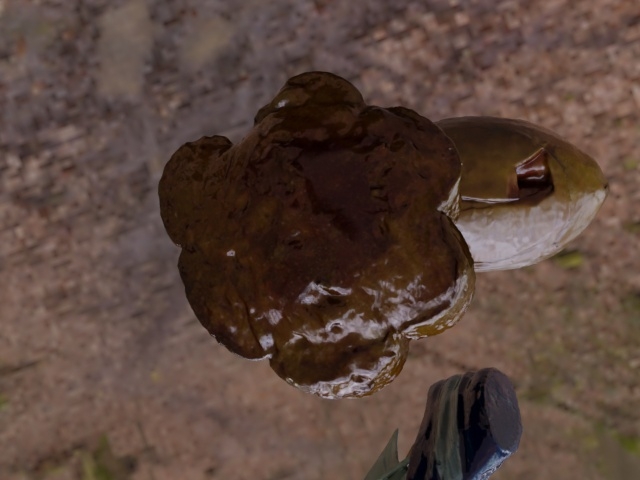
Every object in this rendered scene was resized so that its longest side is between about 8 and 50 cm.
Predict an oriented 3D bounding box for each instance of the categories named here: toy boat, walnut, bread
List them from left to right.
[{"bbox_3d":[0.013,-0.001,1.289,0.232,0.247,0.135,-33,157,7],"label":"bread"},{"bbox_3d":[0.037,0.216,1.425,0.291,0.067,0.220,-33,-166,22],"label":"toy boat"},{"bbox_3d":[0.128,-0.039,1.420,0.245,0.137,0.137,-1,178,-5],"label":"walnut"}]
